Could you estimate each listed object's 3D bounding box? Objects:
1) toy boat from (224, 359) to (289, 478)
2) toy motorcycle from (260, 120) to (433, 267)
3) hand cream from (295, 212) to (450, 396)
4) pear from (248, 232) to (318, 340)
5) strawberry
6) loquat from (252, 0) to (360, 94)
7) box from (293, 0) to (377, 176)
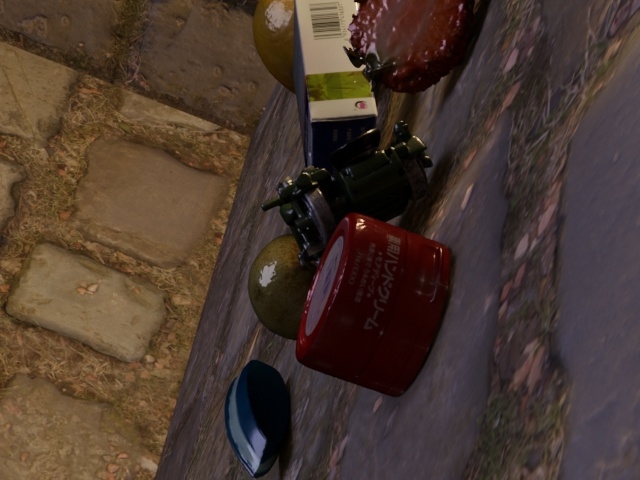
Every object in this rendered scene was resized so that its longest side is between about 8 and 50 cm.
[{"bbox_3d":[-0.096,0.280,1.933,0.062,0.096,0.299,-57,14,16],"label":"toy boat"},{"bbox_3d":[0.039,-0.056,1.614,0.205,0.127,0.275,-27,-12,-8],"label":"toy motorcycle"},{"bbox_3d":[0.058,0.072,1.392,0.193,0.125,0.193,-162,90,-81],"label":"hand cream"},{"bbox_3d":[-0.025,0.066,1.793,0.136,0.167,0.167,-47,21,35],"label":"pear"},{"bbox_3d":[0.149,-0.304,1.696,0.236,0.175,0.107,-34,-18,10],"label":"strawberry"},{"bbox_3d":[0.012,-0.389,2.227,0.275,0.275,0.275,-159,90,-81],"label":"loquat"},{"bbox_3d":[0.018,-0.240,1.943,0.200,0.106,0.299,91,174,-55],"label":"box"}]
